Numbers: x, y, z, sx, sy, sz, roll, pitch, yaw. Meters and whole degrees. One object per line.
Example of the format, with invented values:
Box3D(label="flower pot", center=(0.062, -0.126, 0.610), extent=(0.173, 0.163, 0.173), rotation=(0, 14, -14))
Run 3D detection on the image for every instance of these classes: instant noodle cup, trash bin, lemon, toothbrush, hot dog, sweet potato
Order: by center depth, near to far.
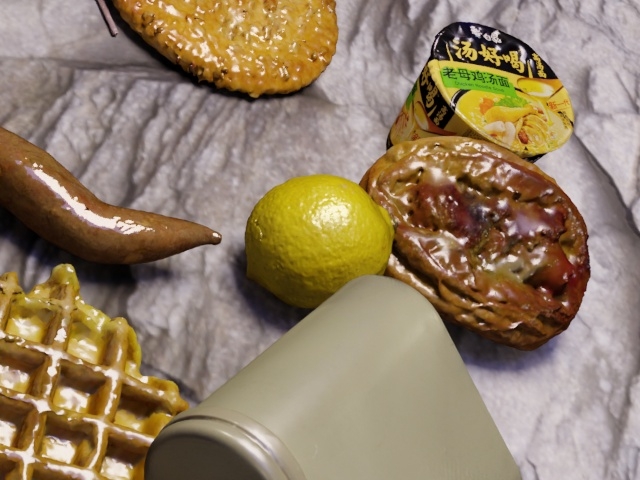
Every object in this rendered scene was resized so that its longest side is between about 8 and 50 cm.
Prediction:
Box3D(label="trash bin", center=(0.020, 0.173, 1.135), extent=(0.247, 0.121, 0.243), rotation=(-41, 106, -49))
Box3D(label="sweet potato", center=(-0.214, -0.036, 1.235), extent=(0.281, 0.059, 0.067), rotation=(29, 34, -9))
Box3D(label="lemon", center=(0.000, 0.000, 1.308), extent=(0.133, 0.109, 0.109), rotation=(-18, 63, -15))
Box3D(label="hot dog", center=(0.137, 0.005, 1.392), extent=(0.227, 0.099, 0.160), rotation=(21, 76, -20))
Box3D(label="toothbrush", center=(-0.197, -0.220, 1.437), extent=(0.006, 0.008, 0.097), rotation=(-8, 60, -34))
Box3D(label="instant noodle cup", center=(0.139, -0.105, 1.478), extent=(0.151, 0.122, 0.151), rotation=(16, 49, -19))

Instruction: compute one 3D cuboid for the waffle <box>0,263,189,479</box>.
Box3D(label="waffle", center=(-0.207, 0.145, 1.090), extent=(0.282, 0.058, 0.300), rotation=(38, 44, 1))

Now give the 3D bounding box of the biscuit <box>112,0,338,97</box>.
Box3D(label="biscuit", center=(-0.091, -0.239, 1.499), extent=(0.254, 0.035, 0.254), rotation=(19, 46, -20))
